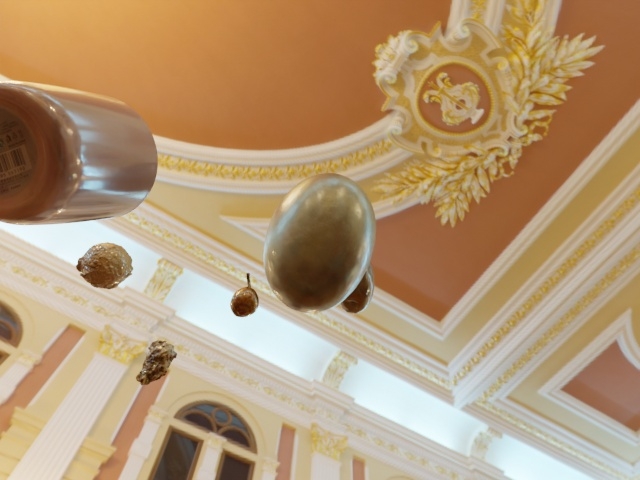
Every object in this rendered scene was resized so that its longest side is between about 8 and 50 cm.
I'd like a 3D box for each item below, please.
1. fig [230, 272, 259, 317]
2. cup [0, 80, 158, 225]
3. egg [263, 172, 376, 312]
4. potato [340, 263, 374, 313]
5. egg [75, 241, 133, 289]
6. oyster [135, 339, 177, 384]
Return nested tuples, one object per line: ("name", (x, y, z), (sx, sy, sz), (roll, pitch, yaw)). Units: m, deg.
("fig", (-0.129, 0.094, 0.805), (0.050, 0.083, 0.050), (1, -44, 1))
("cup", (-0.390, -0.122, 0.637), (0.253, 0.200, 0.191), (14, -80, 7))
("egg", (0.000, 0.000, 1.092), (0.259, 0.352, 0.258), (18, -22, 7))
("potato", (0.095, 0.127, 1.494), (0.160, 0.178, 0.235), (-11, -73, 13))
("egg", (-0.524, 0.062, 1.136), (0.118, 0.140, 0.116), (-17, -83, -5))
("oyster", (-0.560, 0.422, 1.592), (0.109, 0.165, 0.053), (15, -29, -3))
